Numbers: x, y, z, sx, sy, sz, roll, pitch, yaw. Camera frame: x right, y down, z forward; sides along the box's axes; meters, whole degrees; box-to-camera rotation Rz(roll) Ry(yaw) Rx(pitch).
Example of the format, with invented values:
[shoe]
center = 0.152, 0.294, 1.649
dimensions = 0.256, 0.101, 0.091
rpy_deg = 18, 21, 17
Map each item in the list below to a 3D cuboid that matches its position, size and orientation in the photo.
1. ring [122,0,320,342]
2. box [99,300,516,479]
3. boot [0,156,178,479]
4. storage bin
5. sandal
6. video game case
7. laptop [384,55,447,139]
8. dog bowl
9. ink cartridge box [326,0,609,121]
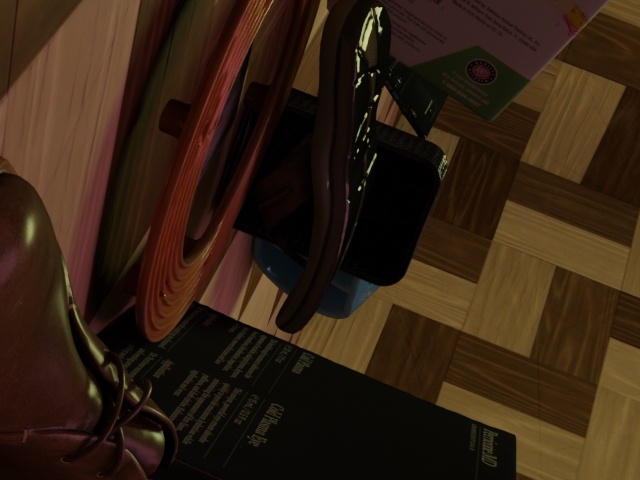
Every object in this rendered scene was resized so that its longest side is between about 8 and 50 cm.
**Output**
[ring]
center = -0.063, -0.090, 1.036
dimensions = 0.336, 0.032, 0.337
rpy_deg = 22, 90, -85
[box]
center = -0.038, 0.200, 1.048
dimensions = 0.343, 0.312, 0.179
rpy_deg = -49, 160, -78
[boot]
center = -0.116, 0.058, 0.668
dimensions = 0.305, 0.115, 0.112
rpy_deg = 100, 14, -66
[storage bin]
center = 0.011, -0.050, 1.333
dimensions = 0.084, 0.180, 0.122
rpy_deg = -58, 169, -75
[sandal]
center = -0.006, -0.063, 1.204
dimensions = 0.120, 0.086, 0.303
rpy_deg = -62, 163, -55
[video game case]
center = -0.072, -0.108, 1.114
dimensions = 0.122, 0.011, 0.087
rpy_deg = 108, 6, -46
[laptop]
center = 0.124, -0.294, 1.880
dimensions = 0.136, 0.264, 0.234
rpy_deg = -31, -170, 20
[dog bowl]
center = 0.000, 0.000, 1.697
dimensions = 0.074, 0.166, 0.297
rpy_deg = -54, 172, -20
[ink cartridge box]
center = 0.168, -0.279, 1.390
dimensions = 0.278, 0.201, 0.117
rpy_deg = -47, -159, 32
